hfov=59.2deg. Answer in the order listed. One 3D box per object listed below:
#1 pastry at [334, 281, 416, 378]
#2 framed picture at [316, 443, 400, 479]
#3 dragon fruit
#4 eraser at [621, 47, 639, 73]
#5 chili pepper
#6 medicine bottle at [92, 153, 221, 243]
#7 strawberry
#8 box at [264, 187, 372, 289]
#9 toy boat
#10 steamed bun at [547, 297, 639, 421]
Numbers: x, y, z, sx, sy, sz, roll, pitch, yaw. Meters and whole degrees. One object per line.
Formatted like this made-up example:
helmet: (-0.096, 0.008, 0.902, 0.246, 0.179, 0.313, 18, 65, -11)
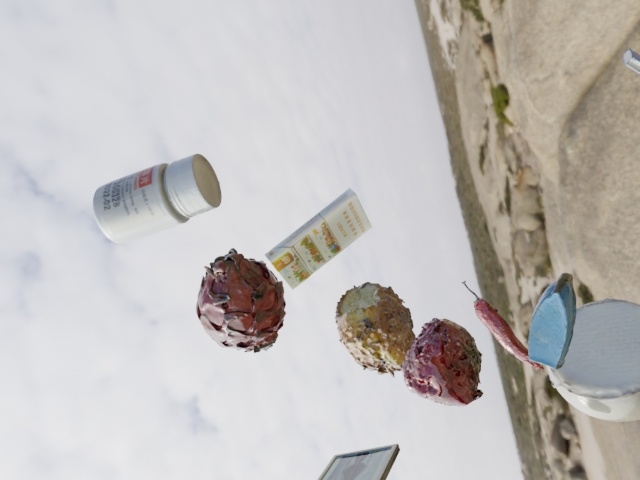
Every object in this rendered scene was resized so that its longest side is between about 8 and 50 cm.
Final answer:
pastry: (0.228, 0.351, 2.213, 0.338, 0.292, 0.405, 59, -174, -12)
framed picture: (0.058, 0.446, 1.058, 0.203, 0.150, 0.015, -22, -87, -66)
dragon fruit: (-0.204, 0.156, 1.475, 0.244, 0.244, 0.299, -76, -16, -59)
eraser: (0.798, -0.438, 1.406, 0.084, 0.027, 0.063, 30, -137, -5)
chili pepper: (0.419, 0.202, 1.321, 0.268, 0.050, 0.059, 52, 176, 11)
medicine bottle: (-0.354, -0.091, 1.232, 0.144, 0.251, 0.145, -15, -90, -76)
strawberry: (0.349, 0.361, 1.658, 0.274, 0.220, 0.274, 44, -145, -43)
box: (0.000, 0.000, 1.169, 0.032, 0.220, 0.122, 48, 174, 41)
toy boat: (0.450, 0.154, 1.082, 0.077, 0.075, 0.186, -17, -66, -52)
steamed bun: (0.881, 0.370, 1.678, 0.241, 0.374, 0.375, 47, -152, -27)
